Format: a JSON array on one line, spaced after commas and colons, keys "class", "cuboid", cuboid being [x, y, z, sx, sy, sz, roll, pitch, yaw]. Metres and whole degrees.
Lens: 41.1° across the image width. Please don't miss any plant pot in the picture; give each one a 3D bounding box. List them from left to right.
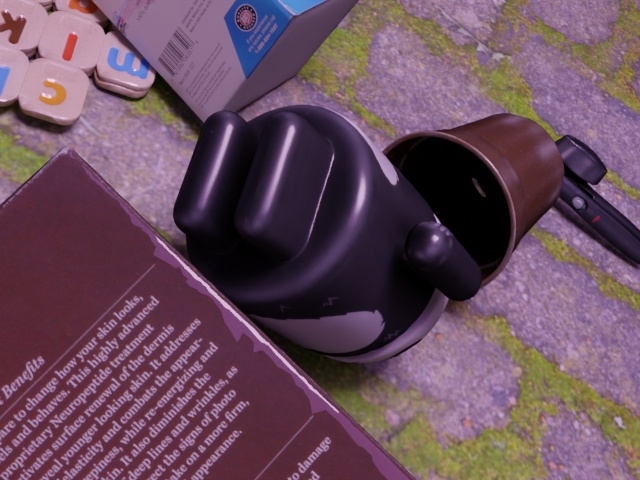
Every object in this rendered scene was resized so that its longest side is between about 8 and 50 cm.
[{"class": "plant pot", "cuboid": [0.161, -0.052, 0.885, 0.167, 0.167, 0.165, 51, 43, 10]}]

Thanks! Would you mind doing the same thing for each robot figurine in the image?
[{"class": "robot figurine", "cuboid": [0.001, 0.002, 0.702, 0.209, 0.173, 0.278, 54, 9, 36]}]

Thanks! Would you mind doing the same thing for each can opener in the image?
[{"class": "can opener", "cuboid": [0.330, -0.039, 1.021, 0.186, 0.073, 0.059, 47, 42, -5]}]

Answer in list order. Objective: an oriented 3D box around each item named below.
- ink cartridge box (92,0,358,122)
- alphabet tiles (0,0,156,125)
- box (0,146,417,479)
[{"class": "ink cartridge box", "cuboid": [-0.103, -0.273, 0.849, 0.233, 0.171, 0.168, 48, 44, 0]}, {"class": "alphabet tiles", "cuboid": [-0.296, -0.235, 0.843, 0.284, 0.021, 0.278, 16, 51, -18]}, {"class": "box", "cuboid": [-0.101, 0.142, 0.591, 0.381, 0.143, 0.191, 44, 78, 2]}]
